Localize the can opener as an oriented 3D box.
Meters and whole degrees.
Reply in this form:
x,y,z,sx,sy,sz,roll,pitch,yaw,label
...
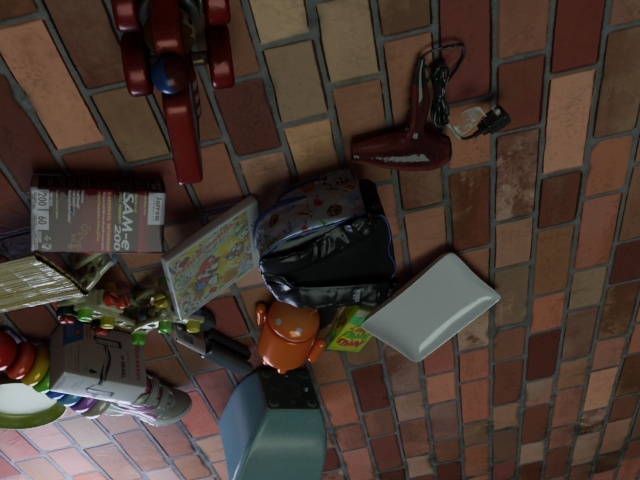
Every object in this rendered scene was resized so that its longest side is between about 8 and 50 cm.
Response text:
x,y,z,sx,sy,sz,roll,pitch,yaw,label
-0.244,0.241,2.030,0.095,0.076,0.283,-29,141,23,can opener

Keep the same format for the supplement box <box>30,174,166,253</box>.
x,y,z,sx,sy,sz,roll,pitch,yaw,label
-0.411,-0.047,1.577,0.239,0.073,0.130,0,112,-16,supplement box

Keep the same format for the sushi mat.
x,y,z,sx,sy,sz,roll,pitch,yaw,label
-0.610,0.093,1.650,0.316,0.019,0.151,-12,141,27,sushi mat

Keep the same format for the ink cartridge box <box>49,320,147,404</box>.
x,y,z,sx,sy,sz,roll,pitch,yaw,label
-0.508,0.278,1.948,0.203,0.148,0.086,18,132,-34,ink cartridge box

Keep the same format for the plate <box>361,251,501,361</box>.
x,y,z,sx,sy,sz,roll,pitch,yaw,label
0.262,0.157,2.041,0.278,0.045,0.277,-41,137,13,plate

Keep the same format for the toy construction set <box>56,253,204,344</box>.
x,y,z,sx,sy,sz,roll,pitch,yaw,label
-0.413,0.115,1.759,0.214,0.151,0.328,-14,140,25,toy construction set

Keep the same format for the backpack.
x,y,z,sx,sy,sz,roll,pitch,yaw,label
0.000,0.000,1.676,0.263,0.213,0.277,-19,137,-3,backpack

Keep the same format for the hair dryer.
x,y,z,sx,sy,sz,roll,pitch,yaw,label
0.179,-0.224,1.567,0.293,0.080,0.223,-35,121,19,hair dryer

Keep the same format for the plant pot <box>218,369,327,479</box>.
x,y,z,sx,sy,sz,roll,pitch,yaw,label
-0.110,0.481,2.249,0.247,0.248,0.252,5,124,-20,plant pot

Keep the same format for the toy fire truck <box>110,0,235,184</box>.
x,y,z,sx,sy,sz,roll,pitch,yaw,label
-0.208,-0.263,1.241,0.169,0.254,0.302,-7,143,-7,toy fire truck

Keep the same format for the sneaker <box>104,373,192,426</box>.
x,y,z,sx,sy,sz,roll,pitch,yaw,label
-0.437,0.398,2.158,0.252,0.103,0.111,12,138,-29,sneaker

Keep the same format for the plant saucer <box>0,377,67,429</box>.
x,y,z,sx,sy,sz,roll,pitch,yaw,label
-0.759,0.403,2.134,0.240,0.037,0.241,-7,143,-5,plant saucer

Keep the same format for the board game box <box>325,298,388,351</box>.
x,y,z,sx,sy,sz,roll,pitch,yaw,label
0.091,0.208,2.100,0.092,0.043,0.181,9,138,-25,board game box

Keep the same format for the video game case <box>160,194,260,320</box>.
x,y,z,sx,sy,sz,roll,pitch,yaw,label
-0.211,0.038,1.719,0.227,0.026,0.206,-36,150,-24,video game case

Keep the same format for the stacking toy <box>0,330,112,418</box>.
x,y,z,sx,sy,sz,roll,pitch,yaw,label
-0.636,0.295,1.970,0.141,0.141,0.330,-35,130,28,stacking toy

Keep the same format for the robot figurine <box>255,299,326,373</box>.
x,y,z,sx,sy,sz,roll,pitch,yaw,label
-0.076,0.215,1.992,0.128,0.158,0.219,-8,139,-29,robot figurine

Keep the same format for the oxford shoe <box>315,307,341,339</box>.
x,y,z,sx,sy,sz,roll,pitch,yaw,label
0.012,0.178,2.036,0.076,0.076,0.212,-17,154,-35,oxford shoe
